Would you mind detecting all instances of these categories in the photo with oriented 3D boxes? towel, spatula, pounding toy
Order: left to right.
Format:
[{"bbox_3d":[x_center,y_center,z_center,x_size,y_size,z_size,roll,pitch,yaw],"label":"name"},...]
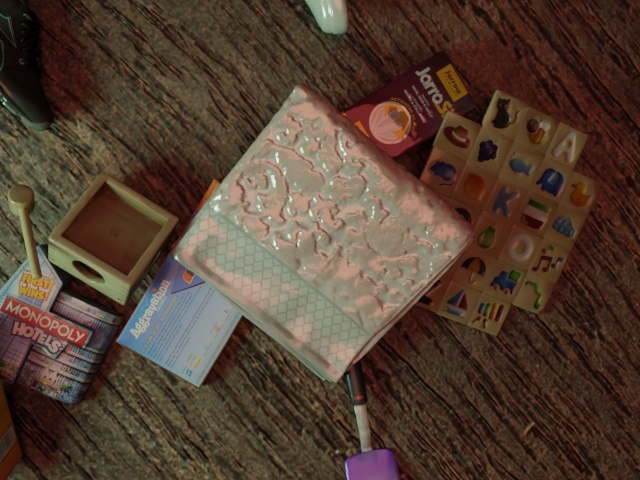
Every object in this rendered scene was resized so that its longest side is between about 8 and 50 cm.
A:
[{"bbox_3d":[-0.339,-0.001,0.982,0.206,0.094,0.181,32,60,-5],"label":"pounding toy"},{"bbox_3d":[0.000,0.000,1.009,0.331,0.053,0.317,40,98,-8],"label":"towel"},{"bbox_3d":[0.064,0.273,1.082,0.084,0.030,0.297,-11,91,-7],"label":"spatula"}]

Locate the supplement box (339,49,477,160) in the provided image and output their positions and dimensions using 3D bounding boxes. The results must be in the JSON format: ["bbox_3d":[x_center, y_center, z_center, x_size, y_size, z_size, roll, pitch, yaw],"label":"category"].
[{"bbox_3d":[0.125,-0.189,1.060,0.188,0.081,0.104,-33,94,-5],"label":"supplement box"}]

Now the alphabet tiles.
[{"bbox_3d":[0.268,-0.035,1.070,0.285,0.011,0.343,21,97,-16],"label":"alphabet tiles"}]

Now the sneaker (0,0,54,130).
[{"bbox_3d":[-0.445,-0.283,0.993,0.106,0.101,0.267,-31,94,-7],"label":"sneaker"}]

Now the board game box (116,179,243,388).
[{"bbox_3d":[-0.171,0.065,1.059,0.145,0.027,0.281,31,87,-7],"label":"board game box"}]

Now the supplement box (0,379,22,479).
[{"bbox_3d":[-0.483,0.225,0.961,0.078,0.080,0.234,-3,110,6],"label":"supplement box"}]

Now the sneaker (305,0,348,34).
[{"bbox_3d":[-0.068,-0.422,1.034,0.169,0.108,0.293,-17,82,-4],"label":"sneaker"}]

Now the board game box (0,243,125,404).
[{"bbox_3d":[-0.398,0.114,1.019,0.194,0.060,0.194,26,88,-5],"label":"board game box"}]
